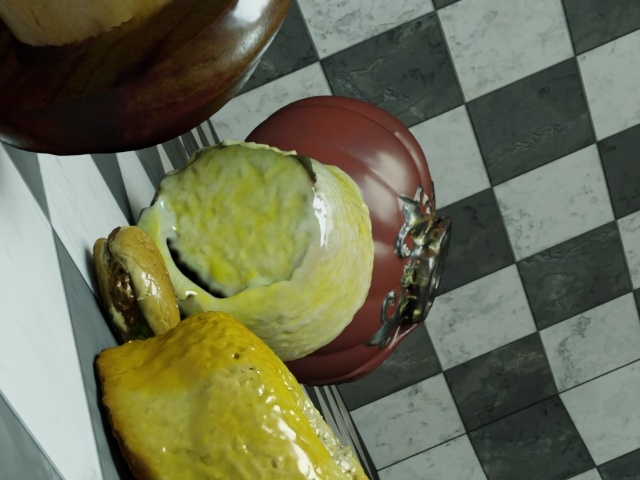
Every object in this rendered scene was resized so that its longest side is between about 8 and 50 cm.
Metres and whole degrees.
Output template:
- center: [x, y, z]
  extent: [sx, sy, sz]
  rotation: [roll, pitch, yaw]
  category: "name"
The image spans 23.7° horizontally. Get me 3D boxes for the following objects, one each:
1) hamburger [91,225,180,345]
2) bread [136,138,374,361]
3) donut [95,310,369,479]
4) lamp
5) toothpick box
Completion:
- center: [-0.116, 0.030, 0.963]
  extent: [0.083, 0.044, 0.076]
  rotation: [-108, 175, -49]
  category: "hamburger"
- center: [-0.053, 0.002, 1.275]
  extent: [0.197, 0.197, 0.170]
  rotation: [67, 8, 24]
  category: "bread"
- center: [-0.035, 0.152, 0.878]
  extent: [0.253, 0.118, 0.253]
  rotation: [52, 1, -1]
  category: "donut"
- center: [0.000, 0.000, 1.581]
  extent: [0.303, 0.257, 0.303]
  rotation: [15, 90, -81]
  category: "lamp"
- center: [-0.135, -0.175, 0.728]
  extent: [0.294, 0.192, 0.192]
  rotation: [59, 6, -42]
  category: "toothpick box"
